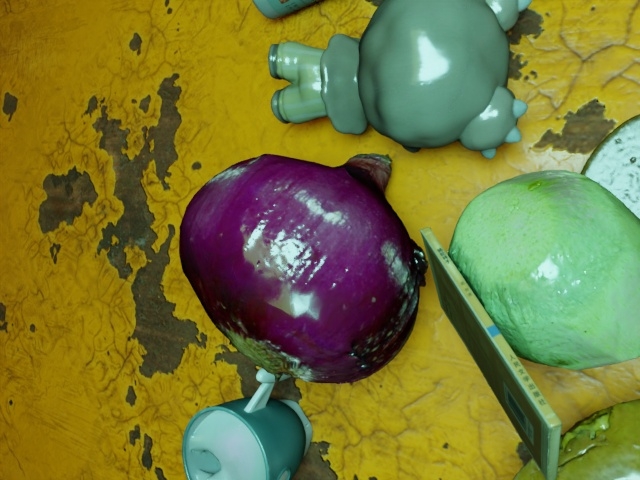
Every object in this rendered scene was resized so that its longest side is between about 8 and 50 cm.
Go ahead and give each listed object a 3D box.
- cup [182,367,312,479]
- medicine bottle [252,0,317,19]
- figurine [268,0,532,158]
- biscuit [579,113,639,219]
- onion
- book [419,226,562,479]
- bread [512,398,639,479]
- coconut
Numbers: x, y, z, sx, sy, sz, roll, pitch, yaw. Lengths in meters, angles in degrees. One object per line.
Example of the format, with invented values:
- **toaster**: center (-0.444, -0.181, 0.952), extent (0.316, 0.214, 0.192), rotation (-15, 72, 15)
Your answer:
- **cup**: center (-0.102, 0.328, 0.762), extent (0.168, 0.173, 0.299), rotation (22, 98, 28)
- **medicine bottle**: center (0.044, -0.478, 0.773), extent (0.352, 0.110, 0.110), rotation (-9, 82, 28)
- **figurine**: center (0.094, -0.241, 0.676), extent (0.381, 0.203, 0.248), rotation (4, 92, 31)
- **biscuit**: center (0.431, -0.016, 0.558), extent (0.273, 0.049, 0.257), rotation (48, 112, 25)
- **onion**: center (0.000, 0.000, 0.678), extent (0.348, 0.347, 0.385), rotation (17, 59, 29)
- **book**: center (0.177, 0.116, 0.507), extent (0.018, 0.170, 0.241), rotation (-25, 46, 3)
- **bread**: center (0.387, 0.343, 0.474), extent (0.337, 0.204, 0.358), rotation (-44, 64, 22)
- **coconut**: center (0.259, 0.036, 0.524), extent (0.236, 0.236, 0.204), rotation (9, 67, 29)
